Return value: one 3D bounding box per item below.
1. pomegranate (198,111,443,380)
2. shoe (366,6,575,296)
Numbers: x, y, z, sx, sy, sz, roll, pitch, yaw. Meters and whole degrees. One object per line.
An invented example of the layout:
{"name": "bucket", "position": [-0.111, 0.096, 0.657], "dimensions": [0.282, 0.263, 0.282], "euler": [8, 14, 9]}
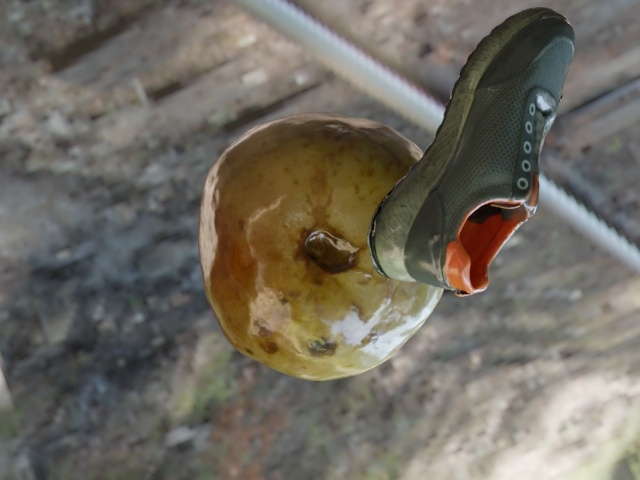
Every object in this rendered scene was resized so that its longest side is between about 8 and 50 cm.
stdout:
{"name": "pomegranate", "position": [0.000, 0.000, 1.487], "dimensions": [0.215, 0.215, 0.215], "euler": [-22, 165, -6]}
{"name": "shoe", "position": [0.109, -0.049, 1.129], "dimensions": [0.194, 0.077, 0.074], "euler": [-56, 142, -8]}
